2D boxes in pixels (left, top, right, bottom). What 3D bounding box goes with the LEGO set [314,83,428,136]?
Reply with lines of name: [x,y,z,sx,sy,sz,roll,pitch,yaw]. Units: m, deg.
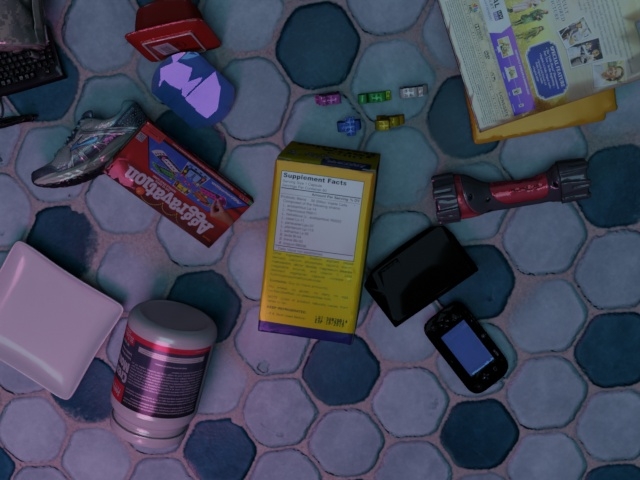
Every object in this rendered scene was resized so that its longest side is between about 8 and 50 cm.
LEGO set: [0.101,-0.253,1.808,0.227,0.093,0.087,-5,104,8]

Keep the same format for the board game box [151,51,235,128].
board game box: [-0.255,-0.312,1.859,0.133,0.033,0.169,-38,116,24]

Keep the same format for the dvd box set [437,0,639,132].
dvd box set: [0.449,-0.411,1.694,0.420,0.062,0.307,-18,103,11]

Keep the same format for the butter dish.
butter dish: [-0.292,-0.431,1.792,0.160,0.160,0.118,-11,81,9]

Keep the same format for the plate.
plate: [-0.608,0.175,2.028,0.277,0.045,0.278,33,106,-4]

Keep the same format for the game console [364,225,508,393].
game console: [0.271,0.155,1.919,0.213,0.044,0.361,-36,100,10]

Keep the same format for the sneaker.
sneaker: [-0.476,-0.198,1.897,0.283,0.110,0.122,-24,89,5]

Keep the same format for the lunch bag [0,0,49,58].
lunch bag: [-0.658,-0.508,1.761,0.256,0.212,0.305,5,105,11]

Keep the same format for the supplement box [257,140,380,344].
supplement box: [0.000,0.000,1.835,0.194,0.195,0.356,9,106,4]

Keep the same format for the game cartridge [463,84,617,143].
game cartridge: [0.410,-0.369,1.769,0.285,0.052,0.323,-10,106,9]

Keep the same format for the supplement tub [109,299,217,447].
supplement tub: [-0.339,0.281,1.950,0.191,0.191,0.272,17,106,2]

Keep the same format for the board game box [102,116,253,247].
board game box: [-0.288,-0.113,1.872,0.281,0.027,0.145,38,108,-27]

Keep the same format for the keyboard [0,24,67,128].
keyboard: [-0.682,-0.318,1.912,0.317,0.033,0.201,-13,103,11]

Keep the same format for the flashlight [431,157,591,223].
flashlight: [0.376,-0.105,1.814,0.304,0.103,0.103,-10,101,10]
